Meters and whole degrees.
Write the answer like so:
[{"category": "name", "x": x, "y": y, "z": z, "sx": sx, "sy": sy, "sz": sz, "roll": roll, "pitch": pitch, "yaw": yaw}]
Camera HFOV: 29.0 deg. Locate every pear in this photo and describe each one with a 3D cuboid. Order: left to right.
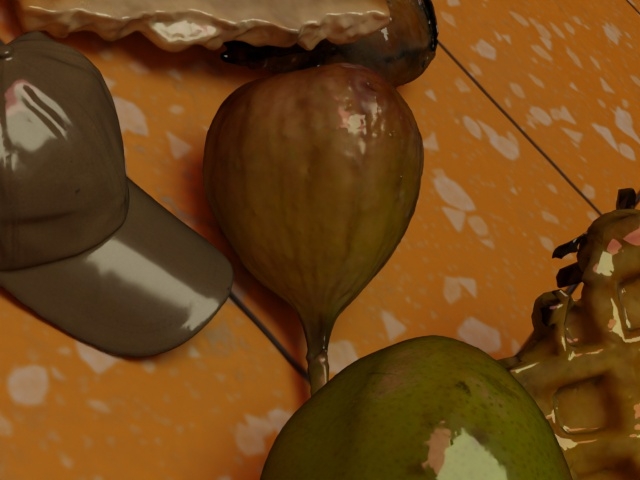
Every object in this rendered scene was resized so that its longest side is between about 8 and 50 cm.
[{"category": "pear", "x": 0.054, "y": 0.145, "z": 0.701, "sx": 0.187, "sy": 0.187, "sz": 0.219, "roll": 35, "pitch": 44, "yaw": -14}]

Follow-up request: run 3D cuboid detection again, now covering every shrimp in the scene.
[{"category": "shrimp", "x": 0.000, "y": -0.186, "z": 1.071, "sx": 0.262, "sy": 0.066, "sz": 0.117, "roll": -3, "pitch": 77, "yaw": -45}]

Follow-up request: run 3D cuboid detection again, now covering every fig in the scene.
[{"category": "fig", "x": 0.000, "y": 0.000, "z": 0.853, "sx": 0.159, "sy": 0.159, "sz": 0.257, "roll": 16, "pitch": 62, "yaw": -34}]

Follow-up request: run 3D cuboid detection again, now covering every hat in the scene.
[{"category": "hat", "x": -0.128, "y": -0.033, "z": 0.758, "sx": 0.173, "sy": 0.144, "sz": 0.166, "roll": 17, "pitch": 42, "yaw": 0}]

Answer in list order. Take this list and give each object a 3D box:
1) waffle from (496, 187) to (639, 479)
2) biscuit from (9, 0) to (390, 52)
[{"category": "waffle", "x": 0.290, "y": 0.151, "z": 0.819, "sx": 0.382, "sy": 0.379, "sz": 0.095, "roll": 35, "pitch": -7, "yaw": 10}, {"category": "biscuit", "x": -0.109, "y": -0.228, "z": 0.979, "sx": 0.309, "sy": 0.040, "sz": 0.204, "roll": -5, "pitch": 54, "yaw": -29}]
